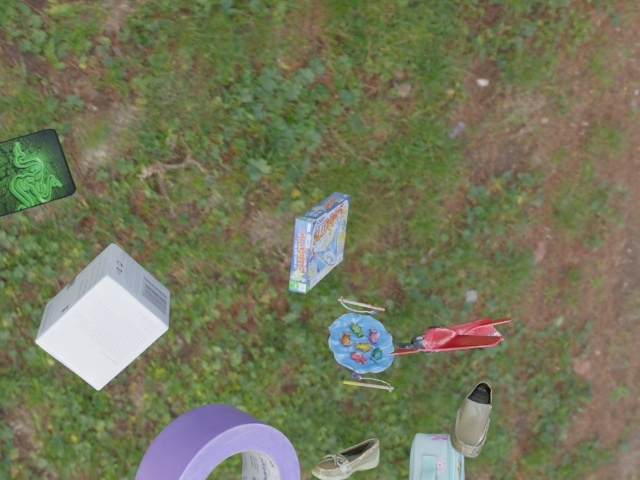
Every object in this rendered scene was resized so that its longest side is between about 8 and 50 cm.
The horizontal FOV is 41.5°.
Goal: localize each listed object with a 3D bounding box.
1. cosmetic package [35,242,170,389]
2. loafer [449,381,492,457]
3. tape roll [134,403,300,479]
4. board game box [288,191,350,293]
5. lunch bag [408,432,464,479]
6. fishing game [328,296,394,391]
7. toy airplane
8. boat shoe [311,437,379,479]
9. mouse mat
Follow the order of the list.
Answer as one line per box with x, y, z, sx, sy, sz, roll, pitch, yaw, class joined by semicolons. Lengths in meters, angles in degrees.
-0.391;0.137;1.538;0.183;0.151;0.151;-41;113;8;cosmetic package
0.242;0.280;1.346;0.056;0.148;0.050;13;127;8;loafer
-0.120;0.296;1.001;0.189;0.080;0.189;-10;105;-39;tape roll
0.000;0.000;1.556;0.201;0.035;0.136;-40;139;-63;board game box
0.225;0.523;1.627;0.107;0.279;0.224;0;146;10;lunch bag
0.109;0.261;2.197;0.189;0.264;0.041;14;138;-14;fishing game
0.144;0.099;0.885;0.151;0.151;0.028;-5;84;-31;toy airplane
0.048;0.397;1.538;0.153;0.056;0.048;-3;104;-37;boat shoe
-0.545;-0.128;1.560;0.152;0.190;0.007;-20;145;-14;mouse mat
